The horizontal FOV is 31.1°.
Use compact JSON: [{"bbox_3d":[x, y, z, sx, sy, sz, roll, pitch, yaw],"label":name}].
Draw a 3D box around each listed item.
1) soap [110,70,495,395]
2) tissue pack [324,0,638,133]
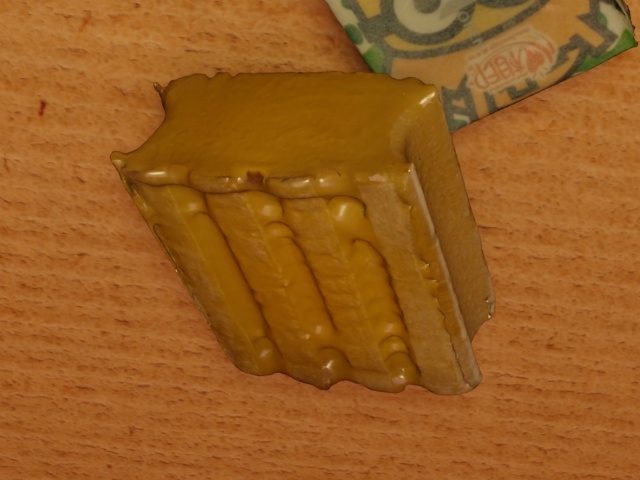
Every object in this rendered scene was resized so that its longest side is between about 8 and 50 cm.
[{"bbox_3d":[0.000,0.000,1.124,0.293,0.156,0.335,0,138,24],"label":"soap"},{"bbox_3d":[0.114,-0.262,1.013,0.227,0.128,0.311,-25,122,20],"label":"tissue pack"}]
